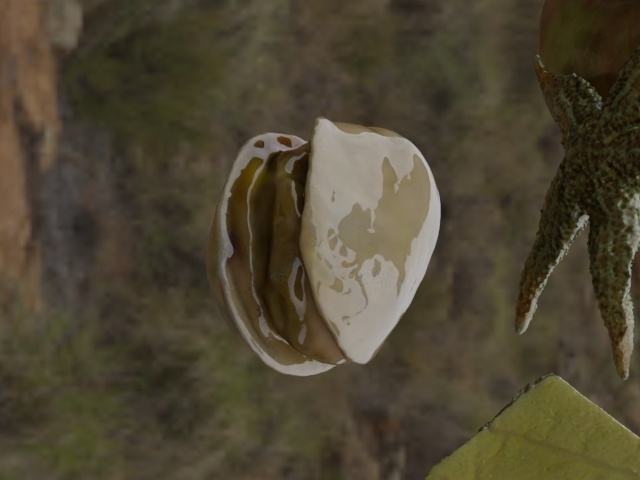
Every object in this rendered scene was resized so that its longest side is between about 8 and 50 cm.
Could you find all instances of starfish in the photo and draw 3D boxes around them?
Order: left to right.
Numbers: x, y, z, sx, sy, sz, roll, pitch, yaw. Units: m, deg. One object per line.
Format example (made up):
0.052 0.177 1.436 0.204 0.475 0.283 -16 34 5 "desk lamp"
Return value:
0.279 -0.058 1.565 0.347 0.078 0.358 -24 -122 45 "starfish"

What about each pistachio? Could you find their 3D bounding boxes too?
0.000 0.000 1.662 0.238 0.229 0.321 63 24 -16 "pistachio"

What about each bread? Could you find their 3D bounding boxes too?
0.226 0.251 1.401 0.168 0.163 0.264 57 -9 -30 "bread"

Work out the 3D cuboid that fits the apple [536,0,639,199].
0.426 -0.198 1.778 0.333 0.400 0.400 43 33 -32 "apple"
